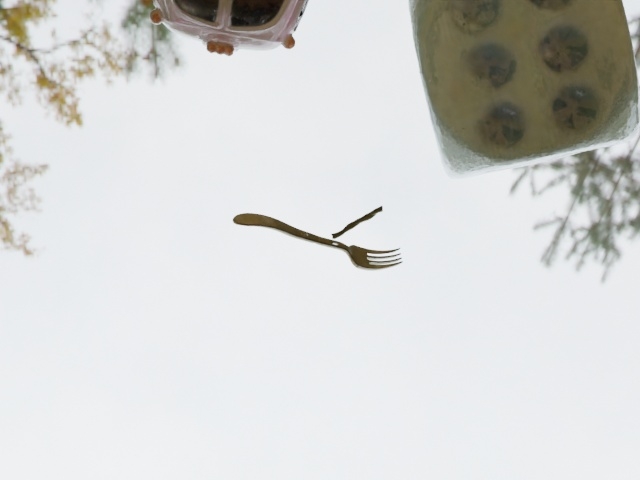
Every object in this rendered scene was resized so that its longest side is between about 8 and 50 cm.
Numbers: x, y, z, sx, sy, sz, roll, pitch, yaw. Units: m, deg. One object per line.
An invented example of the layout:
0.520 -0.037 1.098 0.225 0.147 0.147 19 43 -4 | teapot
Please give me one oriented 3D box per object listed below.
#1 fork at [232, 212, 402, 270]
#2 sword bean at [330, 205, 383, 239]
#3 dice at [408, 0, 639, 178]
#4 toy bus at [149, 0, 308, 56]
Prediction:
-0.003 0.003 1.168 0.219 0.028 0.034 13 -128 -25 | fork
0.051 -0.025 1.352 0.083 0.012 0.012 -31 -127 10 | sword bean
0.270 -0.236 1.328 0.264 0.262 0.268 -11 -89 10 | dice
-0.072 -0.284 0.903 0.143 0.179 0.305 8 -158 -8 | toy bus
